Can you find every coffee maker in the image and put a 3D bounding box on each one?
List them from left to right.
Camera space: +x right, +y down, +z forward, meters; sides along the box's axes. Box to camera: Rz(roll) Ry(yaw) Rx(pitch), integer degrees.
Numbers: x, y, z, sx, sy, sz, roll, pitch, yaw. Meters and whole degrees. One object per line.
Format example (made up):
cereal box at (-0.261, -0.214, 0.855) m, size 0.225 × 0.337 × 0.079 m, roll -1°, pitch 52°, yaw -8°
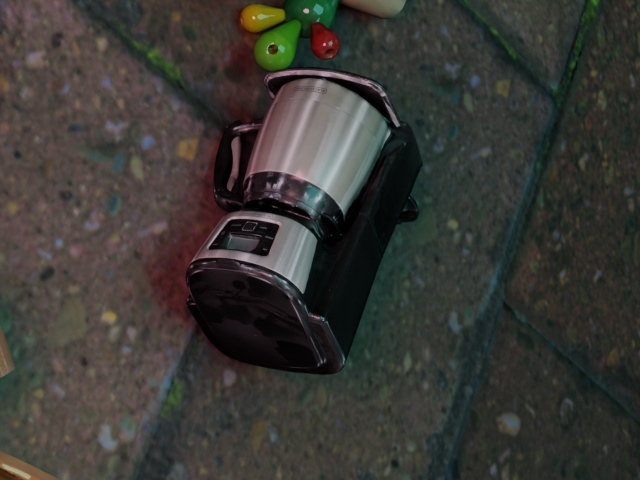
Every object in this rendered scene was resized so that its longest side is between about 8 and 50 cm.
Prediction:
coffee maker at (0.000, 0.000, 1.235) m, size 0.171 × 0.120 × 0.178 m, roll 42°, pitch 56°, yaw -31°

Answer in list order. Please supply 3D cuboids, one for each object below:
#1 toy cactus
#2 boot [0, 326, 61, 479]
toy cactus at (0.007, -0.216, 1.310) m, size 0.180 × 0.112 × 0.219 m, roll 27°, pitch 55°, yaw -49°
boot at (-0.233, 0.177, 0.987) m, size 0.220 × 0.109 × 0.283 m, roll -33°, pitch 112°, yaw -38°
